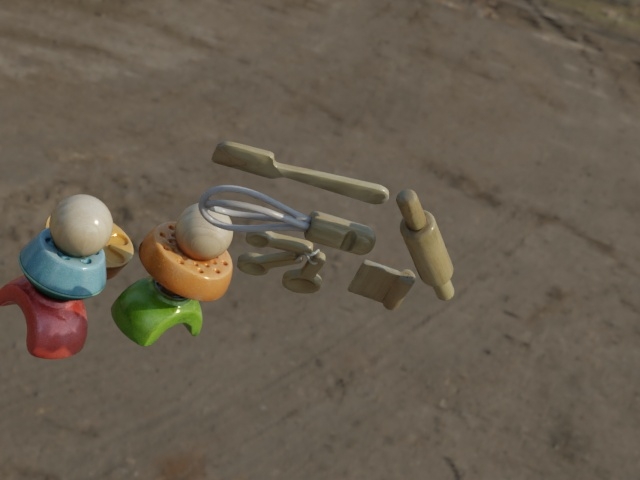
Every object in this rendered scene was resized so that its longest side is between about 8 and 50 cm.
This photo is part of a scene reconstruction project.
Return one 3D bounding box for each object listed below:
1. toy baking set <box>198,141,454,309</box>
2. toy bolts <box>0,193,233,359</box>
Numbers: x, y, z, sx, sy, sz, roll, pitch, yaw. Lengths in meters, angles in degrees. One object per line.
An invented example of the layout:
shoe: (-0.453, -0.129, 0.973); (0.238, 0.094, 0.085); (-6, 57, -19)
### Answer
toy baking set: (0.007, 0.001, 0.979); (0.196, 0.256, 0.030); (0, 60, 14)
toy bolts: (-0.220, 0.000, 1.202); (0.218, 0.158, 0.228); (43, 31, 24)
